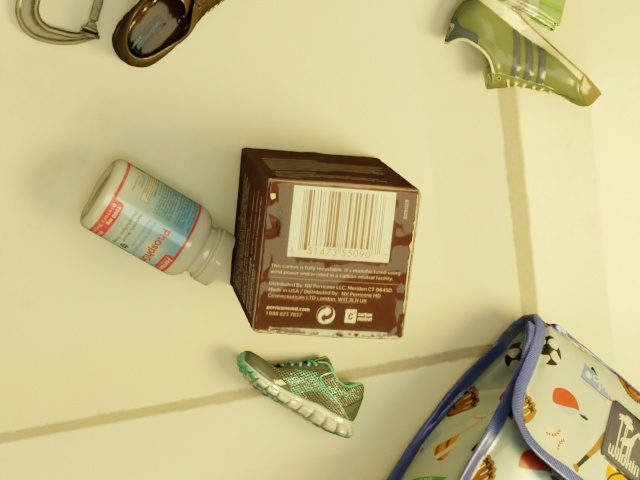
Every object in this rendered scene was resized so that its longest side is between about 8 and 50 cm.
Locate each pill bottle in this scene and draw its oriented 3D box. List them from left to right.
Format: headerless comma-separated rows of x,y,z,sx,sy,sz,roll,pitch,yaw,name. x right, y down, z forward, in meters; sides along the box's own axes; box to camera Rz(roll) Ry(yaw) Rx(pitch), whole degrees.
-0.179,-0.016,1.785,0.160,0.087,0.087,30,95,-15,pill bottle

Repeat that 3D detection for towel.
0.217,-0.315,1.800,0.152,0.023,0.113,26,65,-15,towel

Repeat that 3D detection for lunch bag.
0.261,0.324,1.872,0.328,0.239,0.385,39,77,-15,lunch bag

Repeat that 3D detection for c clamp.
-0.255,-0.282,1.747,0.137,0.022,0.160,21,97,-14,c clamp

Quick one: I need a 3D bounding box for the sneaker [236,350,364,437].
-0.020,0.163,1.875,0.166,0.065,0.076,32,78,-18,sneaker

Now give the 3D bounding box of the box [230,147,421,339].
0.000,0.000,1.761,0.168,0.203,0.167,3,102,-11,box

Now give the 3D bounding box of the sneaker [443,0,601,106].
0.223,-0.200,1.833,0.192,0.064,0.086,41,93,-10,sneaker

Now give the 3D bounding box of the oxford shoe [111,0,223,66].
-0.135,-0.276,1.734,0.083,0.096,0.227,35,92,-14,oxford shoe
